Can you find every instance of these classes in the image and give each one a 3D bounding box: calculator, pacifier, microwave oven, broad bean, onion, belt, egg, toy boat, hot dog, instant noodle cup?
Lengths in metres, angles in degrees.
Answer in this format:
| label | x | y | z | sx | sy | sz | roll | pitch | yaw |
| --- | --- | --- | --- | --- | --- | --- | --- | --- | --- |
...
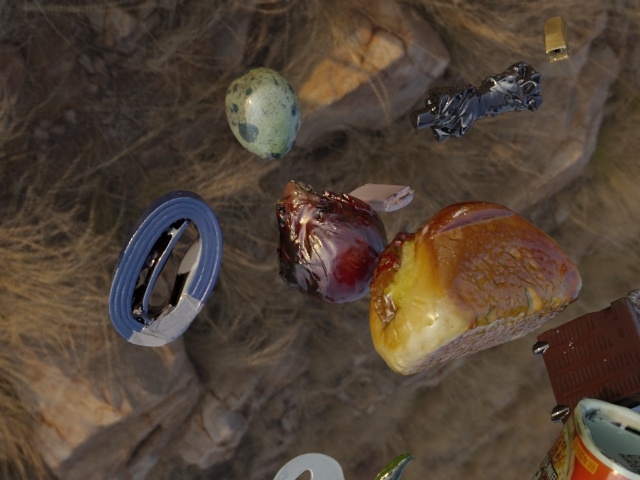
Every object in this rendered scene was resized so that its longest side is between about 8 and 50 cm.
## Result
| label | x | y | z | sx | sy | sz | roll | pitch | yaw |
| --- | --- | --- | --- | --- | --- | --- | --- | --- | --- |
| calculator | 0.134 | -0.101 | 1.783 | 0.100 | 0.175 | 0.032 | -31 | 117 | -36 |
| pacifier | 0.015 | 0.588 | 1.595 | 0.238 | 0.287 | 0.226 | -35 | -177 | -32 |
| microwave oven | 0.502 | 0.234 | 1.265 | 0.178 | 0.188 | 0.247 | -30 | 142 | 34 |
| broad bean | 0.147 | 0.694 | 2.129 | 0.297 | 0.060 | 0.043 | -41 | -174 | 1 |
| onion | 0.013 | 0.014 | 1.531 | 0.221 | 0.281 | 0.281 | -47 | 149 | -8 |
| belt | -0.340 | 0.060 | 1.705 | 0.212 | 0.117 | 0.347 | 24 | 95 | -18 |
| egg | -0.105 | -0.237 | 1.452 | 0.141 | 0.141 | 0.181 | -25 | 109 | -27 |
| toy boat | 0.569 | -0.482 | 1.847 | 0.057 | 0.200 | 0.077 | -12 | 117 | 24 |
| hot dog | 0.238 | 0.063 | 1.266 | 0.405 | 0.223 | 0.185 | -9 | 155 | -40 |
| instant noodle cup | 0.378 | 0.399 | 1.021 | 0.294 | 0.294 | 0.307 | 0 | 114 | -48 |

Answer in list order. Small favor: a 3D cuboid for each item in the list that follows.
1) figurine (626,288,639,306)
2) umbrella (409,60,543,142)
| label | x | y | z | sx | sy | sz | roll | pitch | yaw |
| --- | --- | --- | --- | --- | --- | --- | --- | --- | --- |
| figurine | 0.772 | 0.272 | 1.757 | 0.261 | 0.186 | 0.382 | -19 | 120 | -43 |
| umbrella | 0.303 | -0.268 | 1.507 | 0.272 | 0.110 | 0.122 | -20 | 172 | -13 |
